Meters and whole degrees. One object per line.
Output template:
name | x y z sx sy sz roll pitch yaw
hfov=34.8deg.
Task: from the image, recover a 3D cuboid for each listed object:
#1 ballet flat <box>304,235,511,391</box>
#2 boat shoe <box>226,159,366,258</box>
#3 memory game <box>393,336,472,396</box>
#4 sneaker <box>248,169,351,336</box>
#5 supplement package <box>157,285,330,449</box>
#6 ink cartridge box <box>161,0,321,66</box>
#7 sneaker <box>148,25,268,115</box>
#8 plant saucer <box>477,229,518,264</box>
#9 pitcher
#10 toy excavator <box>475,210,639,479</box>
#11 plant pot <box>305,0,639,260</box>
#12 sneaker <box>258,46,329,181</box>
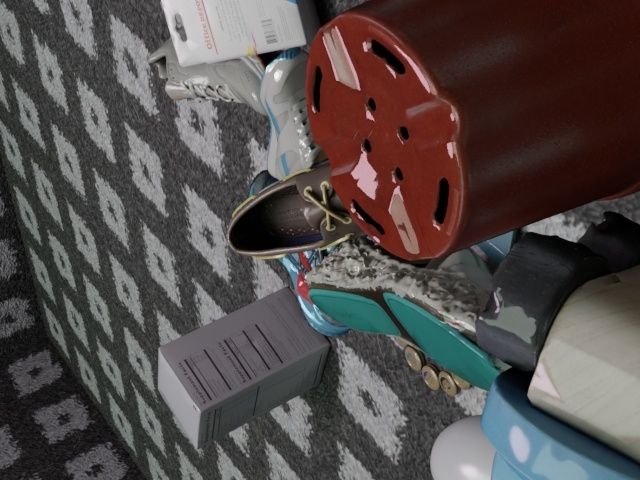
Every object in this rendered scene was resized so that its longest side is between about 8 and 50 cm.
ballet flat | 0.120 0.057 1.190 0.409 0.147 0.147 18 127 58
boat shoe | 0.008 -0.045 1.271 0.324 0.096 0.117 -15 105 46
memory game | 0.141 0.121 1.344 0.186 0.012 0.186 44 147 38
sneaker | 0.000 0.000 1.444 0.125 0.104 0.262 -37 82 46
supplement package | -0.127 0.205 1.657 0.134 0.244 0.139 51 150 26
ink cartridge box | -0.101 -0.287 1.286 0.181 0.061 0.104 -6 110 23
sneaker | -0.152 -0.226 1.454 0.262 0.121 0.099 41 167 45
plant saucer | 0.194 -0.058 1.087 0.067 0.018 0.192 45 146 37
pitcher | 0.230 0.299 1.193 0.207 0.125 0.178 2 99 53
toy excavator | 0.265 0.219 0.881 0.222 0.433 0.445 28 111 31
plant pot | 0.148 -0.122 0.833 0.272 0.265 0.272 44 147 39
sneaker | -0.021 -0.154 1.346 0.092 0.087 0.229 38 151 32
